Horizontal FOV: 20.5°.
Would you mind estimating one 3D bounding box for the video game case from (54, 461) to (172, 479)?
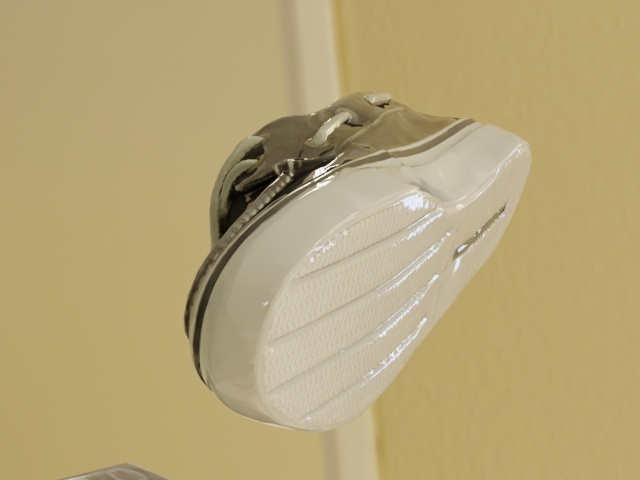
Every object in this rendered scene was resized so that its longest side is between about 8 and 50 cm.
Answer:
[{"bbox_3d":[-0.075,0.165,0.906,0.190,0.022,0.173,18,-170,27],"label":"video game case"}]

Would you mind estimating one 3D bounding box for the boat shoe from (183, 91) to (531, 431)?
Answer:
[{"bbox_3d":[0.000,0.000,0.867,0.119,0.121,0.335,21,-162,17],"label":"boat shoe"}]
